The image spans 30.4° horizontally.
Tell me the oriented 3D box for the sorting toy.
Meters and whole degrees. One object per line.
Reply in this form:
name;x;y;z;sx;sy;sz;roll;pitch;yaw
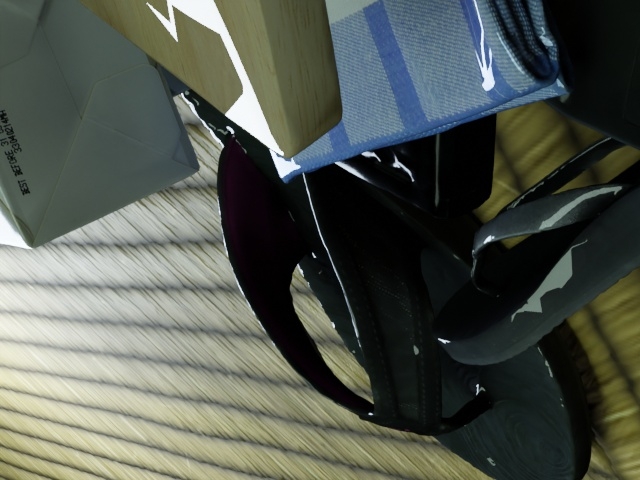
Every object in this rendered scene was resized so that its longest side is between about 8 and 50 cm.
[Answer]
sorting toy;-0.073;-0.196;0.366;0.255;0.089;0.257;39;154;36

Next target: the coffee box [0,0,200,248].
coffee box;-0.180;-0.082;0.626;0.246;0.098;0.141;7;121;57

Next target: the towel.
towel;-0.020;-0.168;0.464;0.209;0.034;0.285;-11;103;59

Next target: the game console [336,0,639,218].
game console;0.094;-0.082;0.431;0.361;0.044;0.213;33;137;41

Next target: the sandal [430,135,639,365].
sandal;0.127;-0.021;0.527;0.054;0.097;0.254;43;141;-2

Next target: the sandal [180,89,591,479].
sandal;-0.002;-0.001;0.687;0.446;0.107;0.167;54;149;-15

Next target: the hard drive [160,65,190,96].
hard drive;-0.178;-0.158;0.707;0.307;0.040;0.203;-8;108;61
